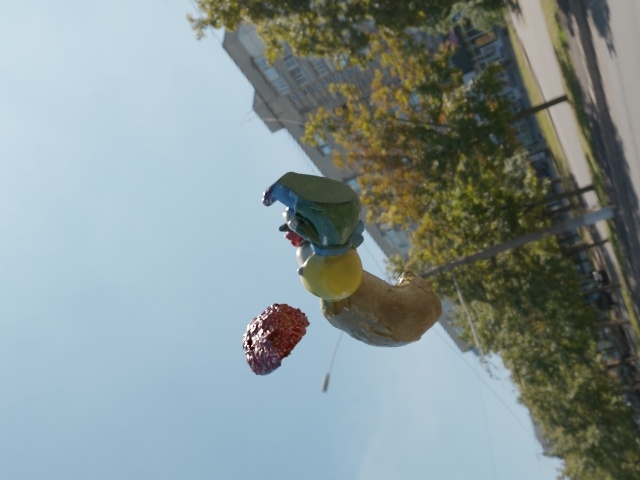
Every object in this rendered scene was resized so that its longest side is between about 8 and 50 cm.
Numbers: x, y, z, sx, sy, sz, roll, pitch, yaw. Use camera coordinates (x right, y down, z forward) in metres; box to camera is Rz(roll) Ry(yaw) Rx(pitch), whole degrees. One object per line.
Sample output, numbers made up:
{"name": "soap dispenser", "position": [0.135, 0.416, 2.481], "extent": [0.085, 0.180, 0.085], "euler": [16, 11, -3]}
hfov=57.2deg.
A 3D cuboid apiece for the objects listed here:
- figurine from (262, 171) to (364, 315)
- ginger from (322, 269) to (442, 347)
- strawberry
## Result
{"name": "figurine", "position": [-0.011, 0.007, 1.018], "extent": [0.127, 0.185, 0.234], "euler": [-53, -30, -42]}
{"name": "ginger", "position": [0.106, 0.131, 1.174], "extent": [0.138, 0.267, 0.152], "euler": [105, 176, -51]}
{"name": "strawberry", "position": [-0.115, 0.216, 1.251], "extent": [0.098, 0.174, 0.228], "euler": [45, -167, -5]}
